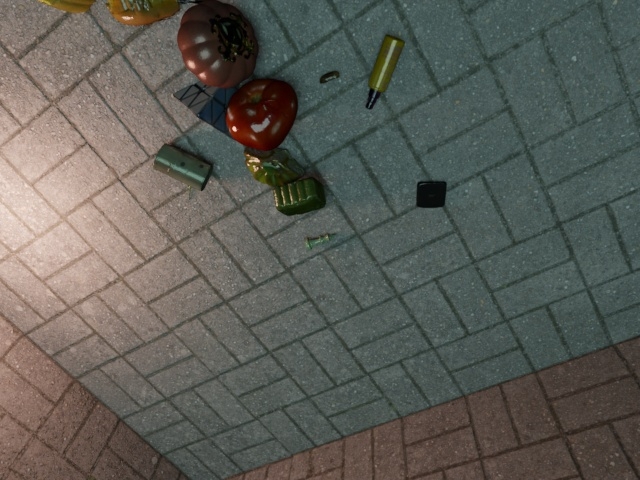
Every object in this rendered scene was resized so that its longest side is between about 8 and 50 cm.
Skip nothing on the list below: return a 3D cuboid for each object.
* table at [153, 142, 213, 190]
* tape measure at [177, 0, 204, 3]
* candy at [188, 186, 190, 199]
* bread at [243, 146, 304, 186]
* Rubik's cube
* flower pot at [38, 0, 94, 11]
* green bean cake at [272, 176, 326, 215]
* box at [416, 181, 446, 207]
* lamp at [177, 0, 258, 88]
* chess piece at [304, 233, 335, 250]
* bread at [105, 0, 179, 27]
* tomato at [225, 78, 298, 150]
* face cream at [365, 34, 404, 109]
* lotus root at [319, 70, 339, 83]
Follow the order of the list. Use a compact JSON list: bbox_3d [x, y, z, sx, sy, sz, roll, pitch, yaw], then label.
[{"bbox_3d":[-0.591,-0.316,2.006,0.219,0.126,0.126,25,119,-8],"label":"table"},{"bbox_3d":[-0.436,-0.896,1.640,0.104,0.180,0.107,8,122,19],"label":"tape measure"},{"bbox_3d":[-0.598,-0.235,2.112,0.035,0.035,0.123,4,130,-10],"label":"candy"},{"bbox_3d":[-0.199,-0.298,1.964,0.260,0.158,0.156,9,123,3],"label":"bread"},{"bbox_3d":[-0.436,-0.543,1.853,0.233,0.228,0.229,-31,73,58],"label":"Rubik's cube"},{"bbox_3d":[-0.940,-0.922,1.663,0.195,0.179,0.195,3,118,5],"label":"flower pot"},{"bbox_3d":[-0.088,-0.182,1.982,0.200,0.214,0.113,-16,80,14],"label":"green bean cake"},{"bbox_3d":[0.484,-0.200,2.028,0.126,0.027,0.125,0,122,4],"label":"box"},{"bbox_3d":[-0.378,-0.702,1.683,0.239,0.305,0.305,-3,125,45],"label":"lamp"},{"bbox_3d":[0.000,0.000,2.171,0.149,0.059,0.059,-18,116,11],"label":"chess piece"},{"bbox_3d":[-0.656,-0.879,1.670,0.261,0.163,0.204,-12,121,2],"label":"bread"},{"bbox_3d":[-0.220,-0.486,1.806,0.298,0.299,0.226,-15,150,13],"label":"tomato"},{"bbox_3d":[0.234,-0.635,1.772,0.078,0.078,0.273,18,120,-5],"label":"face cream"},{"bbox_3d":[0.032,-0.639,1.812,0.083,0.037,0.030,-18,113,15],"label":"lotus root"}]
